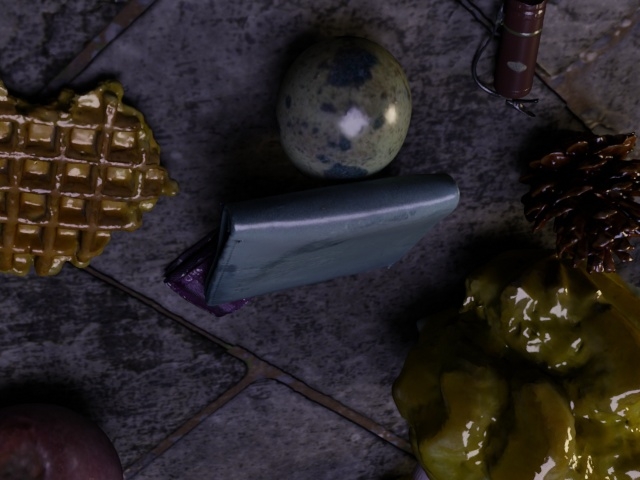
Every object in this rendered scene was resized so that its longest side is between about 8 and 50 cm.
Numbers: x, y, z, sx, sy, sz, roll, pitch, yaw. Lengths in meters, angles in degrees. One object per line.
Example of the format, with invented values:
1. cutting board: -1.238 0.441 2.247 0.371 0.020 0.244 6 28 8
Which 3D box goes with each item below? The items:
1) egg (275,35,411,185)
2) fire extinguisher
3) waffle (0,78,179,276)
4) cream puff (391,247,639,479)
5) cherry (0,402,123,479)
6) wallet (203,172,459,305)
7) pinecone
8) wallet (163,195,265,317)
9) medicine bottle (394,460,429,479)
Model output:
1. egg: 0.023 -0.129 1.369 0.141 0.141 0.182 -1 145 -15
2. fire extinguisher: 0.206 -0.204 1.421 0.078 0.045 0.157 13 135 11
3. waffle: -0.310 -0.073 1.385 0.300 0.058 0.281 24 122 -32
4. cream puff: 0.270 0.160 1.599 0.378 0.378 0.276 -12 134 -4
5. cherry: -0.362 0.310 1.651 0.239 0.206 0.239 -16 170 -3
6. wallet: 0.000 -0.001 1.450 0.251 0.054 0.290 -10 166 -15
7. pinecone: 0.312 -0.045 1.517 0.173 0.174 0.174 -8 134 -8
8. wallet: -0.092 0.026 1.560 0.166 0.030 0.111 -37 131 19
9. medicine bottle: 0.144 0.397 1.920 0.121 0.122 0.212 4 132 -19
